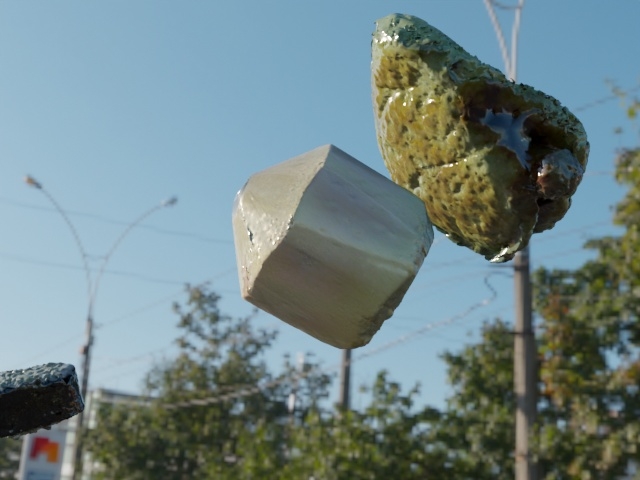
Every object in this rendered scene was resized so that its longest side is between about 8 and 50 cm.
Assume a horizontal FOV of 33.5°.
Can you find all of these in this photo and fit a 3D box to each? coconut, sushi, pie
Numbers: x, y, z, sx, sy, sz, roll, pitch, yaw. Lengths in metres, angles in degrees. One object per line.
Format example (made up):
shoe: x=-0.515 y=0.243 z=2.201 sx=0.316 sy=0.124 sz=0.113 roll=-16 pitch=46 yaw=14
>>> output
coconut: x=0.000 y=0.000 z=1.356 sx=0.244 sy=0.239 sz=0.239 roll=32 pitch=-19 yaw=-1
sushi: x=-0.384 y=0.207 z=1.370 sx=0.150 sy=0.078 sz=0.090 roll=-13 pitch=15 yaw=-18
pie: x=0.230 y=-0.170 z=1.748 sx=0.418 sy=0.180 sz=0.395 roll=43 pitch=-24 yaw=13
